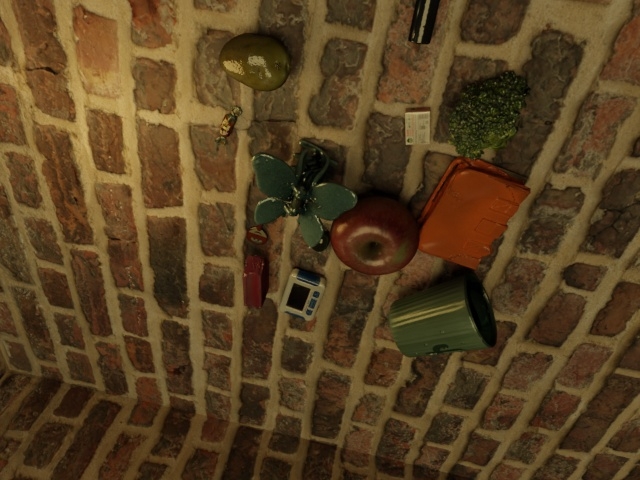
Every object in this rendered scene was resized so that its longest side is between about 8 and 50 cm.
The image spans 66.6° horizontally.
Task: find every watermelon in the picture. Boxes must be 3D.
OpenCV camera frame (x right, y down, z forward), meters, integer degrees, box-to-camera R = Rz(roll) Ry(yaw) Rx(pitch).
[{"bbox_3d":[0.000,0.000,2.076,0.078,0.078,0.110,21,127,-3],"label":"watermelon"}]

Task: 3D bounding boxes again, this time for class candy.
[{"bbox_3d":[-0.356,-0.431,1.855,0.053,0.046,0.182,28,125,-11],"label":"candy"}]

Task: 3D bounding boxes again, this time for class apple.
[{"bbox_3d":[0.210,-0.029,1.885,0.345,0.269,0.344,4,124,6],"label":"apple"}]

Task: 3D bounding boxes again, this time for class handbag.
[{"bbox_3d":[0.564,-0.101,1.858,0.304,0.116,0.410,19,128,-5],"label":"handbag"}]

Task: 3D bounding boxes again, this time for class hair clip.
[{"bbox_3d":[-0.066,-0.185,1.848,0.392,0.238,0.318,22,128,-1],"label":"hair clip"}]

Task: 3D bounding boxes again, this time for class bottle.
[{"bbox_3d":[0.328,-0.725,1.471,0.082,0.072,0.244,3,127,-4],"label":"bottle"}]

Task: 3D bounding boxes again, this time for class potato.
[{"bbox_3d":[-0.227,-0.600,1.636,0.251,0.159,0.174,15,104,12],"label":"potato"}]

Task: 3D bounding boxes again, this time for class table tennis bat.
[{"bbox_3d":[-0.273,-0.038,2.146,0.098,0.019,0.154,20,130,-2],"label":"table tennis bat"}]

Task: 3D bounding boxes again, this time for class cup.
[{"bbox_3d":[0.547,0.364,2.088,0.392,0.310,0.401,-21,117,31],"label":"cup"}]

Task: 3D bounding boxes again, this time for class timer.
[{"bbox_3d":[-0.083,0.251,2.279,0.178,0.078,0.253,21,126,-1],"label":"timer"}]

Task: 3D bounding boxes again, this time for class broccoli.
[{"bbox_3d":[0.556,-0.400,1.614,0.288,0.247,0.245,-20,156,13],"label":"broccoli"}]

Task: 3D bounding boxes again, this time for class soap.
[{"bbox_3d":[-0.298,0.174,2.213,0.099,0.162,0.250,8,128,6],"label":"soap"}]

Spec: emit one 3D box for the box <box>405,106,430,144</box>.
[{"bbox_3d":[0.344,-0.404,1.722,0.089,0.043,0.125,1,126,11],"label":"box"}]
